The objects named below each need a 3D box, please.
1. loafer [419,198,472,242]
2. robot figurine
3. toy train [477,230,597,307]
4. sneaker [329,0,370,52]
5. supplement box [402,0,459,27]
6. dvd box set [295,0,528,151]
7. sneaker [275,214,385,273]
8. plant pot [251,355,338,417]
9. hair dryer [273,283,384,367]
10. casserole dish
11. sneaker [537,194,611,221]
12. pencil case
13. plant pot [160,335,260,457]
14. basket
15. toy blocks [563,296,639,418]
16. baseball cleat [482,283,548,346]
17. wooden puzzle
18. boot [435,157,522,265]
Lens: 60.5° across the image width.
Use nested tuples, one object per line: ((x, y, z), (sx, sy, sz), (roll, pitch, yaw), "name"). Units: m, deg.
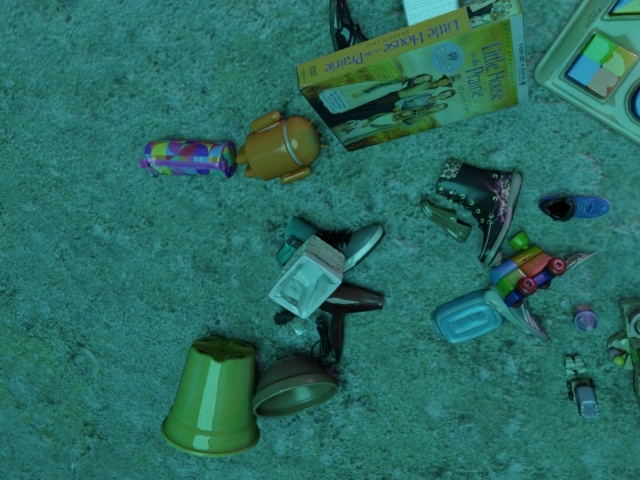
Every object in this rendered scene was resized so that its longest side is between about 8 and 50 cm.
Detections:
((0.300, -0.056, 1.309), (0.148, 0.056, 0.050), (37, 112, -9), "loafer")
((-0.093, -0.221, 1.325), (0.219, 0.128, 0.158), (-17, 87, 21), "robot figurine")
((0.496, 0.036, 1.266), (0.248, 0.105, 0.143), (-29, 69, -14), "toy train")
((0.094, -0.440, 1.226), (0.130, 0.087, 0.227), (-11, 107, 17), "sneaker")
((0.238, -0.477, 1.159), (0.114, 0.111, 0.220), (-12, 104, 18), "supplement box")
((0.201, -0.320, 1.128), (0.421, 0.307, 0.062), (-13, 70, 18), "dvd box set")
((0.000, 0.000, 1.377), (0.296, 0.124, 0.178), (-34, 105, 23), "sneaker")
((-0.078, 0.388, 1.495), (0.237, 0.237, 0.109), (-32, 57, 22), "plant pot")
((0.044, 0.205, 1.466), (0.294, 0.080, 0.223), (-32, 113, 27), "hair dryer")
((0.373, 0.197, 1.377), (0.188, 0.037, 0.114), (-26, 99, 20), "casserole dish")
((0.564, -0.070, 1.212), (0.152, 0.084, 0.058), (8, 109, 13), "sneaker")
((-0.336, -0.209, 1.411), (0.236, 0.104, 0.104), (2, 107, 14), "pencil case")
((-0.288, 0.414, 1.527), (0.276, 0.276, 0.253), (11, 98, 12), "plant pot")
((-0.028, 0.084, 1.298), (0.113, 0.103, 0.167), (35, 126, -10), "basket")
((0.708, 0.290, 1.193), (0.309, 0.260, 0.288), (-11, 104, 18), "toy blocks")
((0.489, 0.164, 1.316), (0.206, 0.072, 0.109), (36, 87, -16), "baseball cleat")
((0.664, -0.377, 1.089), (0.348, 0.080, 0.322), (33, 112, 3), "wooden puzzle")
((0.338, -0.071, 1.230), (0.179, 0.085, 0.236), (19, 70, 13), "boot")
